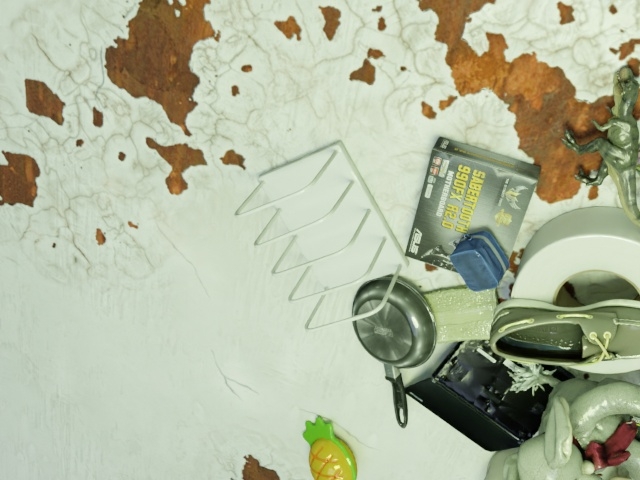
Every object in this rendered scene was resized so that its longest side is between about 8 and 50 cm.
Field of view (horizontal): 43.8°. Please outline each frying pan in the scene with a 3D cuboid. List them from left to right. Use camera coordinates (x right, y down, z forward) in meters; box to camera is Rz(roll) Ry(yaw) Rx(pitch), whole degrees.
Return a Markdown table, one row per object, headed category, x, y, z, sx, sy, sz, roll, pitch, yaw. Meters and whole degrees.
| category | x | y | z | sx | sy | sz | roll | pitch | yaw |
| --- | --- | --- | --- | --- | --- | --- | --- | --- | --- |
| frying pan | 0.123 | 0.220 | 1.597 | 0.197 | 0.053 | 0.326 | 31 | 125 | 25 |

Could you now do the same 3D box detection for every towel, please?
| category | x | y | z | sx | sy | sz | roll | pitch | yaw |
| --- | --- | --- | --- | --- | --- | --- | --- | --- | --- |
| towel | 0.269 | 0.139 | 1.507 | 0.148 | 0.027 | 0.110 | -10 | 94 | 30 |

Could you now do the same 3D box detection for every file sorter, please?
| category | x | y | z | sx | sy | sz | roll | pitch | yaw |
| --- | --- | --- | --- | --- | --- | --- | --- | --- | --- |
| file sorter | 0.000 | 0.000 | 1.463 | 0.193 | 0.173 | 0.278 | -20 | 111 | 31 |

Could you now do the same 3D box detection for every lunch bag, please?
| category | x | y | z | sx | sy | sz | roll | pitch | yaw |
| --- | --- | --- | --- | --- | --- | --- | --- | --- | --- |
| lunch bag | 0.273 | 0.030 | 1.364 | 0.067 | 0.065 | 0.098 | -14 | 117 | 46 |

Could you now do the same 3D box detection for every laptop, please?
| category | x | y | z | sx | sy | sz | roll | pitch | yaw |
| --- | --- | --- | --- | --- | --- | --- | --- | --- | --- |
| laptop | 0.335 | 0.294 | 1.608 | 0.234 | 0.136 | 0.264 | 35 | 102 | -2 |

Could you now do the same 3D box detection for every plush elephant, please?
| category | x | y | z | sx | sy | sz | roll | pitch | yaw |
| --- | --- | --- | --- | --- | --- | --- | --- | --- | --- |
| plush elephant | 0.454 | 0.372 | 1.392 | 0.330 | 0.255 | 0.272 | 24 | 141 | 13 |

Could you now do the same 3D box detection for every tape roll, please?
| category | x | y | z | sx | sy | sz | roll | pitch | yaw |
| --- | --- | --- | --- | --- | --- | --- | --- | --- | --- |
| tape roll | 0.477 | 0.087 | 1.361 | 0.286 | 0.100 | 0.286 | 11 | 125 | 16 |

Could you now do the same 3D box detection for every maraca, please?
| category | x | y | z | sx | sy | sz | roll | pitch | yaw |
| --- | --- | --- | --- | --- | --- | --- | --- | --- | --- |
| maraca | 0.020 | 0.495 | 1.821 | 0.127 | 0.099 | 0.186 | -31 | 81 | 41 |

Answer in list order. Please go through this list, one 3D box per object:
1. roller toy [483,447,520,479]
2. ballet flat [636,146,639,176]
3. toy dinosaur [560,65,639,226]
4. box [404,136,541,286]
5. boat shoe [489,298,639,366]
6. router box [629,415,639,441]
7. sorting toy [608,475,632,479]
| category | x | y | z | sx | sy | sz | roll | pitch | yaw |
| --- | --- | --- | --- | --- | --- | --- | --- | --- | --- |
| roller toy | 0.425 | 0.537 | 1.640 | 0.191 | 0.146 | 0.209 | 41 | 128 | -5 |
| ballet flat | 0.575 | -0.061 | 1.238 | 0.221 | 0.079 | 0.077 | 44 | 128 | -8 |
| toy dinosaur | 0.450 | -0.130 | 1.244 | 0.118 | 0.064 | 0.268 | 2 | 114 | 41 |
| box | 0.261 | -0.047 | 1.394 | 0.183 | 0.056 | 0.231 | 19 | 126 | 11 |
| boat shoe | 0.431 | 0.160 | 1.306 | 0.305 | 0.091 | 0.109 | 1 | 121 | 22 |
| router box | 0.638 | 0.350 | 1.498 | 0.122 | 0.038 | 0.092 | 16 | 125 | 13 |
| sorting toy | 0.630 | 0.547 | 1.580 | 0.208 | 0.038 | 0.193 | 8 | 126 | -9 |
